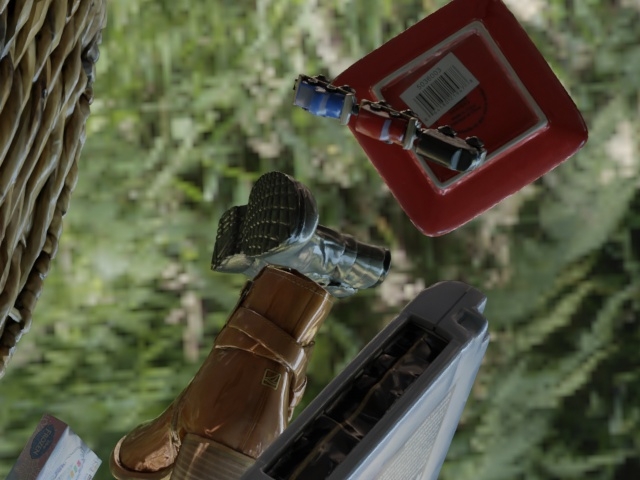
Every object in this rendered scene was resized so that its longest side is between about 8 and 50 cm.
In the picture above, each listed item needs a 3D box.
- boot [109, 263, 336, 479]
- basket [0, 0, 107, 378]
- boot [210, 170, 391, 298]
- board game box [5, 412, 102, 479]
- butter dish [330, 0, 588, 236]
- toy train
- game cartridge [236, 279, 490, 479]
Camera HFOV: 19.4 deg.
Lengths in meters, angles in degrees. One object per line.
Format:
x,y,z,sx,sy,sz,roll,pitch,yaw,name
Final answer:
-0.079,0.117,1.521,0.109,0.220,0.283,25,177,-8,boot
-0.260,-0.045,0.898,0.223,0.299,0.213,5,154,23,basket
0.000,0.000,1.818,0.161,0.083,0.246,13,167,-16,boot
-0.174,0.160,1.151,0.020,0.090,0.090,26,164,15,board game box
0.113,-0.095,1.517,0.160,0.160,0.118,-33,169,-1,butter dish
0.044,-0.083,1.335,0.158,0.027,0.036,24,-154,23,toy train
0.005,0.167,1.143,0.060,0.196,0.294,26,-143,19,game cartridge
